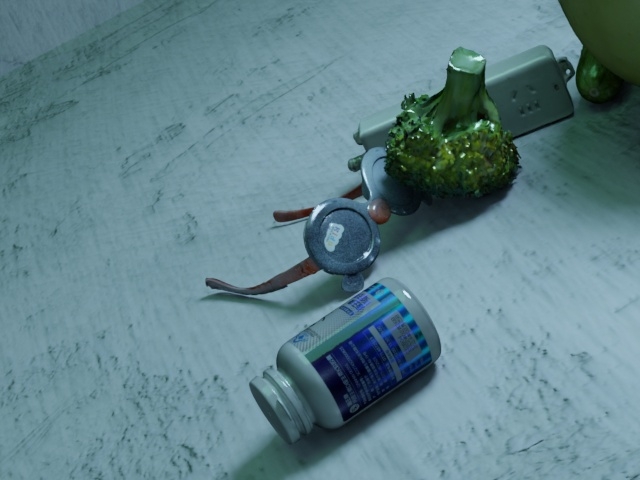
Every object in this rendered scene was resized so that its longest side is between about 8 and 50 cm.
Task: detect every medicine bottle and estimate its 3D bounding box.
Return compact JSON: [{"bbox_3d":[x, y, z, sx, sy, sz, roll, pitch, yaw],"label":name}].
[{"bbox_3d":[0.025,0.130,1.506,0.191,0.107,0.107,-33,24,-14],"label":"medicine bottle"}]

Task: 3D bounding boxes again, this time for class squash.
[{"bbox_3d":[0.395,-0.260,1.970,0.069,0.069,0.239,-14,27,26],"label":"squash"}]

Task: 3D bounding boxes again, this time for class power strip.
[{"bbox_3d":[0.188,-0.167,1.953,0.338,0.098,0.058,-22,27,13],"label":"power strip"}]

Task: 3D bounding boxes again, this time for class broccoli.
[{"bbox_3d":[0.164,-0.153,1.801,0.194,0.194,0.220,0,26,46],"label":"broccoli"}]

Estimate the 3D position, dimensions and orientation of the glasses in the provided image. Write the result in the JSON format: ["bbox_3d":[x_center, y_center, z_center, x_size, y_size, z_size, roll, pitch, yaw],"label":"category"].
[{"bbox_3d":[0.000,0.000,1.888,0.268,0.118,0.234,-30,15,49],"label":"glasses"}]

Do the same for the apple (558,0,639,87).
[{"bbox_3d":[0.472,-0.388,1.661,0.474,0.473,0.473,-22,24,10],"label":"apple"}]
